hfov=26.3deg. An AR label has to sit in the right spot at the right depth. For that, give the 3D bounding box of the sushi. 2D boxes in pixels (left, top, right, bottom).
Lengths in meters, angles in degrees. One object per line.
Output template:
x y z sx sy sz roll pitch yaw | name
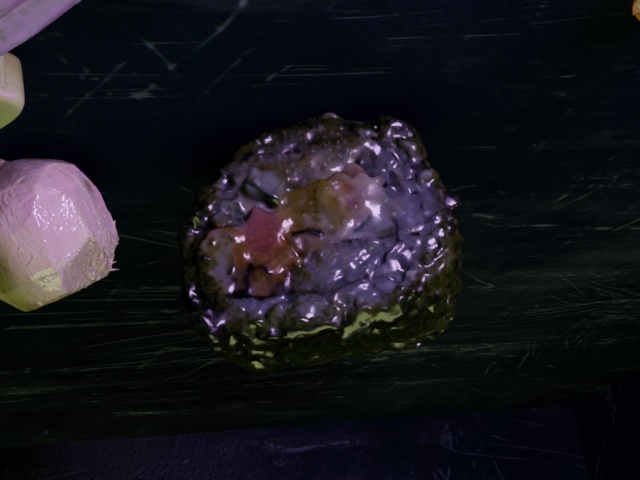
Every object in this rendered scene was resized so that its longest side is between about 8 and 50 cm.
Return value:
0.000 0.000 1.705 0.351 0.294 0.178 -12 158 2 | sushi

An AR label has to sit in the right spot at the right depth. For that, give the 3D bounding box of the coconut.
-0.353 -0.018 1.686 0.194 0.194 0.194 -8 161 -3 | coconut

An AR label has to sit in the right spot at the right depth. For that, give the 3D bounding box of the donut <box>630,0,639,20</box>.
0.399 -0.281 1.413 0.146 0.078 0.181 10 160 -41 | donut

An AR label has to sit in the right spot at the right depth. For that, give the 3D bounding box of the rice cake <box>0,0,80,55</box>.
-0.273 -0.220 1.194 0.298 0.050 0.106 -34 156 9 | rice cake

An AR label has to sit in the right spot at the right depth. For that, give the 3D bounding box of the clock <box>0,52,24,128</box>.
-0.437 -0.144 1.436 0.232 0.069 0.170 -22 158 36 | clock
